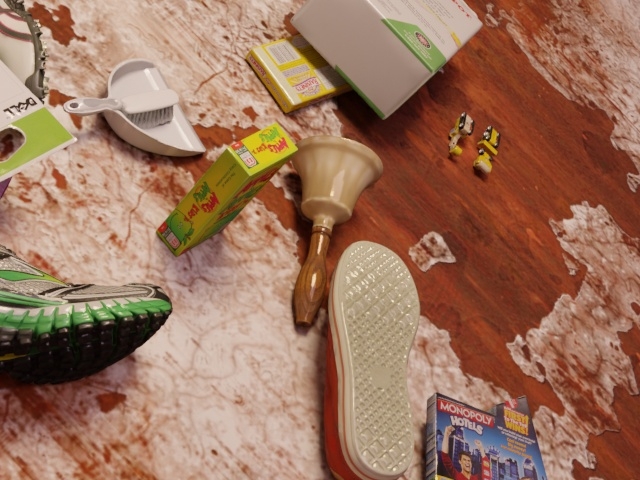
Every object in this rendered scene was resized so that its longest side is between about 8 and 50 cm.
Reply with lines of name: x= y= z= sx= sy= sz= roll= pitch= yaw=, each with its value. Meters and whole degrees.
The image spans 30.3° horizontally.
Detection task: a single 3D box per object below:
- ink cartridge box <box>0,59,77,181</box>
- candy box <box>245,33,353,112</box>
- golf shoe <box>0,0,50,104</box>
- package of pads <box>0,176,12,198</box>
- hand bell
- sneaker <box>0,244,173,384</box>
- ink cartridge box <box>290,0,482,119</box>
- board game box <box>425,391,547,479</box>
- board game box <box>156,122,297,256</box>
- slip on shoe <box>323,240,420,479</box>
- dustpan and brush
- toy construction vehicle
ink cartridge box: x=-0.420 y=-0.136 z=1.253 sx=0.255 sy=0.097 sz=0.189 roll=46 pitch=43 yaw=6
candy box: x=-0.009 y=-0.255 z=1.726 sx=0.206 sy=0.027 sz=0.105 roll=-26 pitch=78 yaw=-46
golf shoe: x=-0.390 y=-0.240 z=1.386 sx=0.120 sy=0.105 sz=0.273 roll=-10 pitch=61 yaw=-23
package of pads: x=-0.385 y=-0.073 z=1.295 sx=0.083 sy=0.032 sz=0.050 roll=31 pitch=45 yaw=-16
hand bell: x=0.000 y=0.000 z=1.513 sx=0.126 sy=0.126 sz=0.242 roll=24 pitch=61 yaw=-22
sneaker: x=-0.306 y=0.056 z=1.188 sx=0.343 sy=0.134 sz=0.146 roll=4 pitch=56 yaw=-35
ink cartridge box: x=0.106 y=-0.326 z=1.771 sx=0.201 sy=0.117 sz=0.278 roll=46 pitch=32 yaw=-2
board game box: x=0.206 y=0.273 z=1.480 sx=0.194 sy=0.060 sz=0.194 roll=24 pitch=46 yaw=-22
board game box: x=-0.112 y=-0.058 z=1.387 sx=0.043 sy=0.181 sz=0.092 roll=52 pitch=43 yaw=5
slip on shoe: x=0.051 y=0.145 z=1.423 sx=0.123 sy=0.101 sz=0.331 roll=16 pitch=54 yaw=-21
dustpan and brush: x=-0.238 y=-0.163 z=1.455 sx=0.211 sy=0.060 sz=0.147 roll=-18 pitch=71 yaw=-44
toy construction vehicle: x=0.238 y=-0.151 z=1.843 sx=0.086 sy=0.035 sz=0.098 roll=37 pitch=45 yaw=-26
